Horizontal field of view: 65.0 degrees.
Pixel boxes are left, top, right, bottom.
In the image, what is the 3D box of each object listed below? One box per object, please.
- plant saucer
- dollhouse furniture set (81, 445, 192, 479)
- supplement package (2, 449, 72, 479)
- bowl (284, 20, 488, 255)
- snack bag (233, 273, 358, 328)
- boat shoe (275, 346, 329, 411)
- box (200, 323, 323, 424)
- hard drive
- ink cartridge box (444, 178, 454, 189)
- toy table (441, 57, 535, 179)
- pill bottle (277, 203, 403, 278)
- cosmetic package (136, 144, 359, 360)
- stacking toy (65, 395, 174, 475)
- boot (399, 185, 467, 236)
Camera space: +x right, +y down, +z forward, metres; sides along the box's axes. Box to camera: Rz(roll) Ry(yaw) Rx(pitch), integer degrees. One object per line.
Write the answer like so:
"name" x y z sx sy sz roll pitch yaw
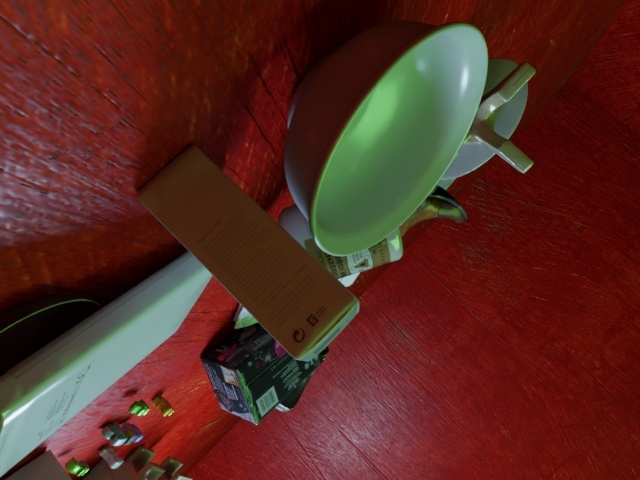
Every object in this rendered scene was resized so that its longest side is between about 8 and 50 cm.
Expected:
"plant saucer" -0.308 0.112 0.518 0.168 0.029 0.168 -42 167 -12
"dollhouse furniture set" -0.463 0.729 1.236 0.256 0.362 0.394 -45 139 -10
"supplement package" -0.455 0.527 0.790 0.199 0.262 0.198 -31 161 -49
"bowl" 0.056 -0.137 0.608 0.298 0.134 0.298 -37 150 -25
"snack bag" -0.007 0.068 1.096 0.342 0.037 0.323 -14 151 -32
"boat shoe" -0.052 0.296 1.407 0.130 0.132 0.355 -20 -134 48
"box" -0.135 0.288 1.216 0.247 0.142 0.163 -34 118 -41
"hard drive" -0.256 0.134 0.597 0.203 0.040 0.307 -51 176 36
"ink cartridge box" 0.384 -0.211 1.638 0.324 0.071 0.330 -50 168 16
"toy table" 0.291 -0.231 0.965 0.274 0.252 0.161 -60 -179 15
"pill bottle" 0.000 0.000 0.776 0.229 0.131 0.131 -18 166 1
"cosmetic package" -0.070 0.017 0.523 0.085 0.231 0.117 -44 168 -8
"stacking toy" -0.407 0.393 1.032 0.167 0.052 0.221 -45 166 -12
"boot" 0.272 -0.041 1.490 0.264 0.096 0.280 26 112 -41
